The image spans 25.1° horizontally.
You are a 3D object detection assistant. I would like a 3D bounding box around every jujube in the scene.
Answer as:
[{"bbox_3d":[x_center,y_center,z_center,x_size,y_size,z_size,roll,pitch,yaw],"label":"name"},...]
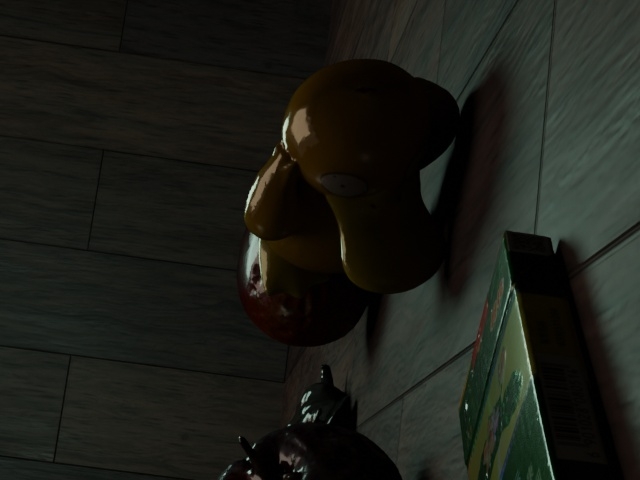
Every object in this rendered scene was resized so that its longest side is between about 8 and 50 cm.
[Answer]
[{"bbox_3d":[0.000,0.000,1.712,0.255,0.190,0.190,-62,12,22],"label":"jujube"}]

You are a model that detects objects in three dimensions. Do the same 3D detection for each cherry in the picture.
[{"bbox_3d":[-0.012,0.253,1.208,0.195,0.195,0.195,-172,90,-86],"label":"cherry"}]

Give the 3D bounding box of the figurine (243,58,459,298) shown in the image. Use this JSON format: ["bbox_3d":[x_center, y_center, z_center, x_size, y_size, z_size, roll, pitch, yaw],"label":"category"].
[{"bbox_3d":[0.024,-0.052,1.261,0.228,0.215,0.215,178,101,-72],"label":"figurine"}]

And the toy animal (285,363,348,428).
[{"bbox_3d":[0.004,0.242,1.827,0.148,0.084,0.232,-63,2,15],"label":"toy animal"}]

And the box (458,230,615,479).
[{"bbox_3d":[0.108,0.108,0.754,0.235,0.034,0.132,-88,7,-60],"label":"box"}]
